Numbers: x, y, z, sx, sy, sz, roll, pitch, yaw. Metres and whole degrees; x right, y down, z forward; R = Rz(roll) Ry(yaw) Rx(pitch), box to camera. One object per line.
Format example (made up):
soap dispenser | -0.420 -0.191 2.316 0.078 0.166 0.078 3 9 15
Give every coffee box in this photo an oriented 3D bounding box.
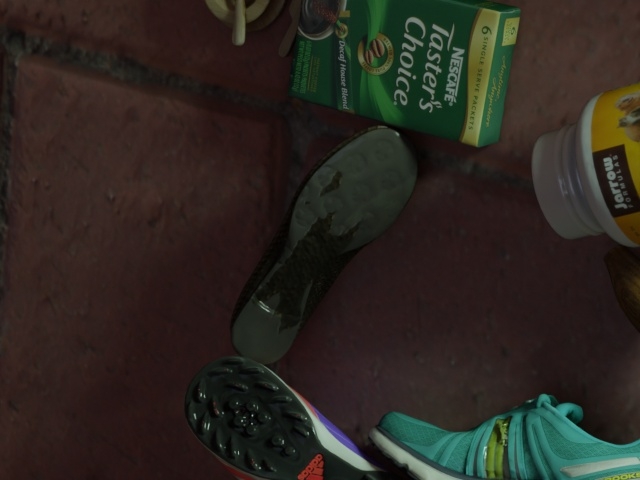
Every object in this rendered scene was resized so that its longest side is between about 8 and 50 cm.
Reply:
coffee box | 0.065 -0.150 1.356 0.184 0.040 0.113 19 109 28

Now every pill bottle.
pill bottle | 0.264 -0.063 1.202 0.215 0.117 0.117 -15 91 34

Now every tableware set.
tableware set | -0.050 -0.264 1.407 0.128 0.039 0.194 35 116 22

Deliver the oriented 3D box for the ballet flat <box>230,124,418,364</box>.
ballet flat | 0.000 0.000 1.420 0.084 0.058 0.250 29 115 -8

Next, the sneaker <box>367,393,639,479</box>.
sneaker | 0.165 0.175 1.339 0.275 0.107 0.110 10 74 36

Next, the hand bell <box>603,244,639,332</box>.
hand bell | 0.282 0.103 1.246 0.126 0.126 0.242 -46 63 30

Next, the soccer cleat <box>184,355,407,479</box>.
soccer cleat | 0.017 0.221 1.410 0.318 0.116 0.108 42 86 22
